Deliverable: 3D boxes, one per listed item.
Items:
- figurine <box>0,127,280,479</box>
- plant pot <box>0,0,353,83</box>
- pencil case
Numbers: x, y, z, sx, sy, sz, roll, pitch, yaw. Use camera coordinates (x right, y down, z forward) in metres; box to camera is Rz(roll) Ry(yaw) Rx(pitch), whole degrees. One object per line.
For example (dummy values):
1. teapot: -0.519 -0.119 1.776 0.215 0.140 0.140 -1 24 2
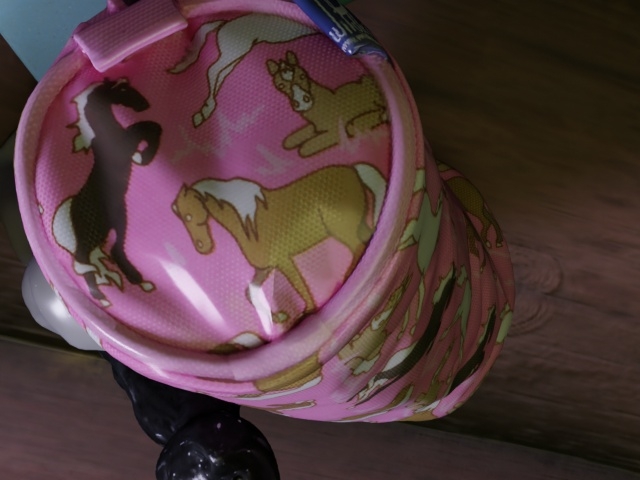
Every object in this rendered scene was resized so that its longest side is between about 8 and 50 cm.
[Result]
1. figurine: -0.095 0.041 0.783 0.092 0.209 0.215 -31 120 -1
2. plant pot: -0.062 -0.184 0.716 0.234 0.165 0.165 -31 120 7
3. pencil case: 0.000 0.000 0.710 0.160 0.386 0.167 19 85 16
